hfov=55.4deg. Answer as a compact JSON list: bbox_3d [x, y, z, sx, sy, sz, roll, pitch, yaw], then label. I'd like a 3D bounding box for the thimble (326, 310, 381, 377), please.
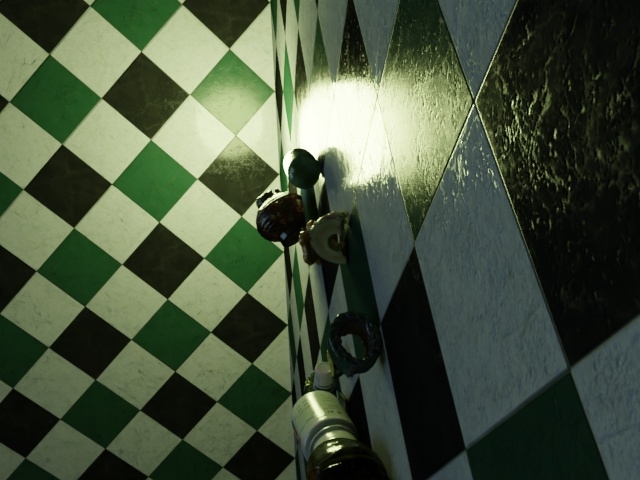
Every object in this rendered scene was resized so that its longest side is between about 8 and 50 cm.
[{"bbox_3d":[0.077,0.236,1.402,0.090,0.118,0.135,91,156,-62],"label":"thimble"}]

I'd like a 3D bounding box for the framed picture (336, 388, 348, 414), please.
[{"bbox_3d":[0.077,0.608,1.965,0.173,0.010,0.231,149,116,-81],"label":"framed picture"}]

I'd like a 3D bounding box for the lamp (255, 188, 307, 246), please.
[{"bbox_3d":[-0.158,-0.099,2.482,0.247,0.247,0.247,176,90,-82],"label":"lamp"}]

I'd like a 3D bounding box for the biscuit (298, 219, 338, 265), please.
[{"bbox_3d":[0.000,0.005,1.766,0.184,0.027,0.133,-8,-91,-54],"label":"biscuit"}]

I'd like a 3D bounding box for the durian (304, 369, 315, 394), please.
[{"bbox_3d":[-0.014,0.540,2.289,0.220,0.095,0.137,110,155,-56],"label":"durian"}]

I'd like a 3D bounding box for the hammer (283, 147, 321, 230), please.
[{"bbox_3d":[-0.050,-0.152,2.159,0.206,0.119,0.335,-112,13,-70],"label":"hammer"}]

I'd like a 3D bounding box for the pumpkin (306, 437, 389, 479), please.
[{"bbox_3d":[0.063,0.625,1.441,0.320,0.192,0.320,178,90,-81],"label":"pumpkin"}]

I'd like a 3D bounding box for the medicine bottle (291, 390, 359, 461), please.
[{"bbox_3d":[0.019,0.569,1.770,0.293,0.170,0.170,-138,44,-73],"label":"medicine bottle"}]

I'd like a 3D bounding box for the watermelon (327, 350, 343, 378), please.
[{"bbox_3d":[0.052,0.359,1.823,0.105,0.062,0.105,171,90,-88],"label":"watermelon"}]

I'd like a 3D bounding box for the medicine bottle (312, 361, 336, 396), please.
[{"bbox_3d":[0.013,0.516,2.112,0.083,0.083,0.203,-109,16,-60],"label":"medicine bottle"}]

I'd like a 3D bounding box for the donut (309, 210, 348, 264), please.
[{"bbox_3d":[0.026,-0.012,1.692,0.065,0.108,0.166,-65,-25,-52],"label":"donut"}]
